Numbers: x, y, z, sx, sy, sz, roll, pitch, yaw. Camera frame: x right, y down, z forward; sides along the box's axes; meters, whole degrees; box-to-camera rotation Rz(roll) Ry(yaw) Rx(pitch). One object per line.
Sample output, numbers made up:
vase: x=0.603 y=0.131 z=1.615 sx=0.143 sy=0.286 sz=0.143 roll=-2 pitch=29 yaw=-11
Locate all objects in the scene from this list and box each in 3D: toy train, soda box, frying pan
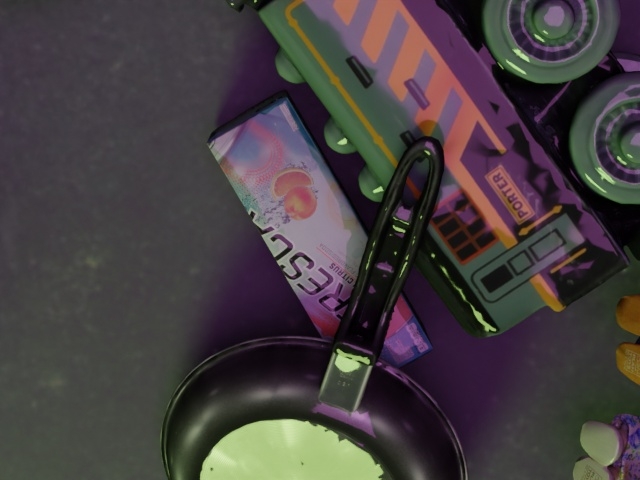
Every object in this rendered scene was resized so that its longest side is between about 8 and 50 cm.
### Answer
toy train: x=0.085 y=-0.103 z=0.982 sx=0.190 sy=0.142 sz=0.334 roll=-35 pitch=101 yaw=9
soda box: x=0.000 y=0.000 z=1.035 sx=0.058 sy=0.063 sz=0.183 roll=-30 pitch=99 yaw=4
frying pan: x=0.031 y=0.108 z=1.003 sx=0.197 sy=0.053 sz=0.326 roll=38 pitch=122 yaw=-10

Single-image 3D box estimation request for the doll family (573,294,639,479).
doll family: x=0.247 y=0.089 z=1.024 sx=0.163 sy=0.118 sz=0.263 roll=5 pitch=101 yaw=-32
